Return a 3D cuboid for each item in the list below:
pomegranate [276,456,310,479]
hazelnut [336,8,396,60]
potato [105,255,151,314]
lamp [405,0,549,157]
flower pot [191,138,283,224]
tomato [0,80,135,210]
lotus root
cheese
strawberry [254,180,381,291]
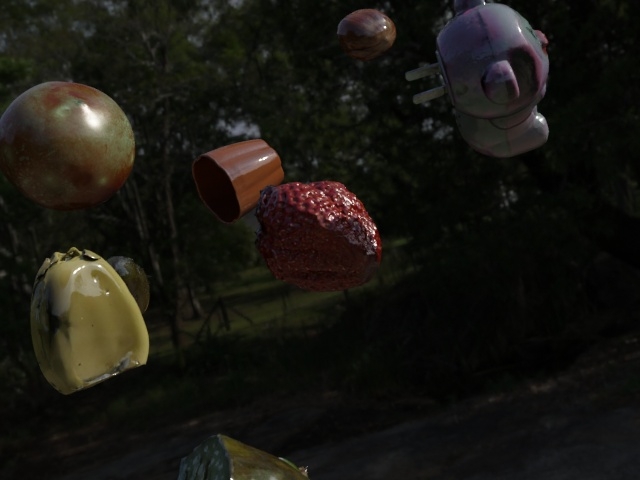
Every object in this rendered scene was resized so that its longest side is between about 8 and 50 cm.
[{"bbox_3d":[-0.077,0.491,1.572,0.130,0.130,0.130,-15,-5,-1],"label":"pomegranate"},{"bbox_3d":[0.070,-0.299,1.170,0.086,0.086,0.086,-15,-5,-1],"label":"hazelnut"},{"bbox_3d":[-0.499,0.134,1.996,0.164,0.081,0.200,-19,-41,-9],"label":"potato"},{"bbox_3d":[0.284,-0.281,1.426,0.247,0.247,0.301,-14,-27,11],"label":"lamp"},{"bbox_3d":[-0.192,-0.156,1.958,0.173,0.191,0.190,-30,4,-30],"label":"flower pot"},{"bbox_3d":[-0.503,-0.200,1.587,0.270,0.270,0.223,-12,-31,-29],"label":"tomato"},{"bbox_3d":[-0.050,0.401,0.989,0.260,0.267,0.149,33,-59,-23],"label":"lotus root"},{"bbox_3d":[-0.534,0.172,1.798,0.128,0.316,0.259,-8,12,44],"label":"cheese"},{"bbox_3d":[0.000,0.000,1.647,0.288,0.239,0.250,29,31,28],"label":"strawberry"}]
